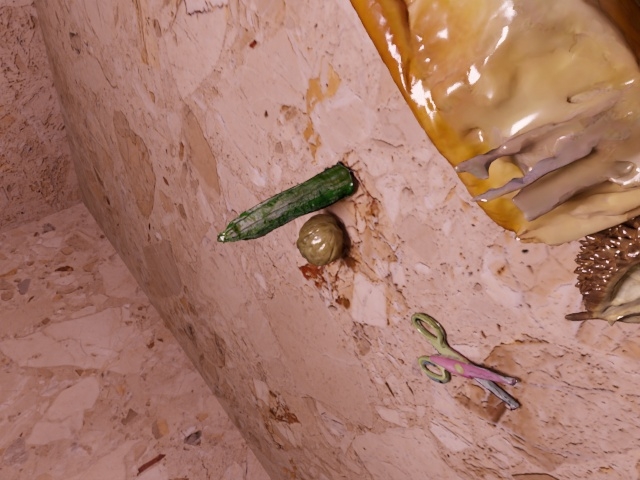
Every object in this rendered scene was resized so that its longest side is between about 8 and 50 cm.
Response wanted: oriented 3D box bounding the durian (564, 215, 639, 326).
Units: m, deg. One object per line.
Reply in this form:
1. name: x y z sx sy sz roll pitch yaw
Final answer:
1. durian: 0.275 0.013 0.438 0.188 0.148 0.091 121 151 -43

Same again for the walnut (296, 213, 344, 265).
1. walnut: 0.000 0.000 0.876 0.092 0.092 0.092 36 141 36

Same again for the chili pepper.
1. chili pepper: -0.055 -0.049 0.771 0.088 0.226 0.059 -14 103 63

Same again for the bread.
1. bread: 0.127 -0.183 0.410 0.183 0.236 0.389 -29 80 42

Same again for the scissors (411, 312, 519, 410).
1. scissors: 0.211 0.189 0.771 0.187 0.020 0.134 22 135 49
